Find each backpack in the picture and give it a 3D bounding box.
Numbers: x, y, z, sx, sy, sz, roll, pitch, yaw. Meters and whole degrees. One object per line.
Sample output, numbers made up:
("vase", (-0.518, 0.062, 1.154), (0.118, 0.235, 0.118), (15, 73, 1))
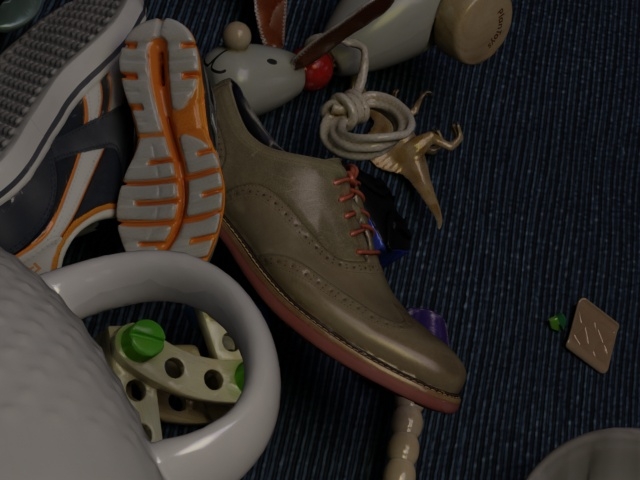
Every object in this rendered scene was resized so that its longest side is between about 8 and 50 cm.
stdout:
("backpack", (0.022, -0.014, 1.250), (0.098, 0.101, 0.120), (67, 19, 8))

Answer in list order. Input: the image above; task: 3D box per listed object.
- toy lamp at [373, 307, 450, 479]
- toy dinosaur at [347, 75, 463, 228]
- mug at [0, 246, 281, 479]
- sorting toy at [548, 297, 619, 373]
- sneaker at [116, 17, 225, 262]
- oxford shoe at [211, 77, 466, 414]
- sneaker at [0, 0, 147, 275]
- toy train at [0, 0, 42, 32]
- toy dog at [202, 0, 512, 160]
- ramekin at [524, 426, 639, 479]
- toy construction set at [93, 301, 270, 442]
("toy lamp", (0.069, 0.187, 1.192), (0.080, 0.080, 0.275), (25, 55, -21))
("toy dinosaur", (0.091, -0.091, 1.373), (0.092, 0.053, 0.183), (-26, 75, -23))
("mug", (-0.205, 0.125, 0.859), (0.374, 0.276, 0.328), (-22, 42, -10))
("sorting toy", (0.268, 0.091, 1.411), (0.083, 0.012, 0.062), (36, 57, -18))
("sneaker", (-0.112, -0.063, 1.088), (0.084, 0.083, 0.215), (-2, 80, 6))
("oxford shoe", (0.000, 0.000, 1.132), (0.348, 0.130, 0.123), (41, 5, 13))
("sneaker", (-0.211, -0.084, 1.116), (0.127, 0.126, 0.321), (62, 32, -31))
("toy train", (-0.342, -0.194, 1.060), (0.190, 0.142, 0.334), (36, 61, -4))
("toy dog", (0.039, -0.230, 1.304), (0.220, 0.161, 0.333), (17, 38, 26))
("ramekin", (0.295, 0.293, 1.179), (0.127, 0.273, 0.273), (4, 65, -45))
("toy construction set", (-0.102, 0.189, 1.045), (0.215, 0.151, 0.328), (2, 56, -33))
